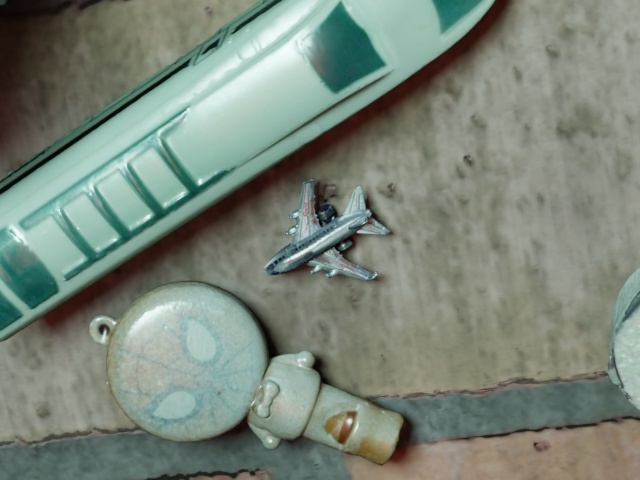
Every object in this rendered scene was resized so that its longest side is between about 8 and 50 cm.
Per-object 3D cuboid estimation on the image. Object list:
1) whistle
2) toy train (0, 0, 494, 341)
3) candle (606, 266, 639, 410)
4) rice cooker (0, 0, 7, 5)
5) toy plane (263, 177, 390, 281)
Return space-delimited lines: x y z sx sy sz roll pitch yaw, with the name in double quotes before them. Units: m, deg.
"whistle" -0.049 0.094 0.977 0.220 0.057 0.107 21 98 -7
"toy train" -0.059 -0.077 0.894 0.407 0.088 0.086 -32 104 15
"candle" 0.278 0.087 0.930 0.168 0.068 0.192 -20 109 16
"rice cooker" -0.294 -0.171 0.806 0.227 0.241 0.280 19 76 -6
"toy plane" 0.000 0.000 0.946 0.083 0.031 0.078 -29 105 15
